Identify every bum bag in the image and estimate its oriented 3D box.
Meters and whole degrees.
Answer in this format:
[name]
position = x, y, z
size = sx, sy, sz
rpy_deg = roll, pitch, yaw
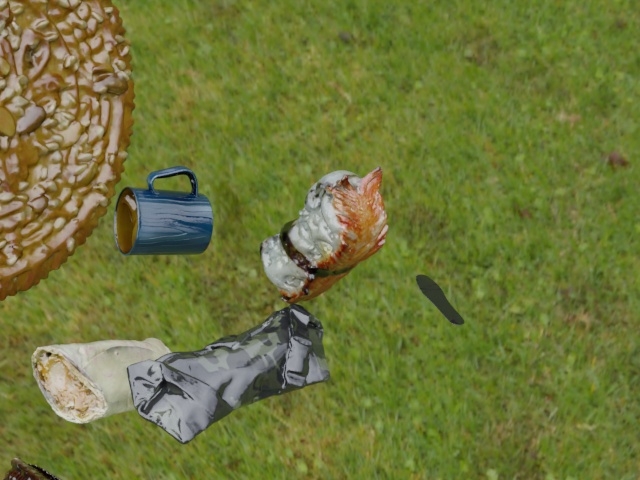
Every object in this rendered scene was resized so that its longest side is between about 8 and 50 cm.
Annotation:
[bum bag]
position = -0.122, 0.196, 1.447
size = 0.340, 0.095, 0.144
rpy_deg = -19, 63, -37

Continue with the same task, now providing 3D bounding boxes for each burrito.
[burrito]
position = -0.376, 0.248, 1.752
size = 0.105, 0.299, 0.143
rpy_deg = -33, 72, 27

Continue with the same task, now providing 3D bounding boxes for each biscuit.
[biscuit]
position = -0.244, -0.099, 0.682
size = 0.038, 0.305, 0.305
rpy_deg = 11, 55, 38

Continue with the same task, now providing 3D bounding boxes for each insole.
[insole]
position = 0.228, 0.113, 1.866
size = 0.053, 0.002, 0.152
rpy_deg = -3, 38, -34

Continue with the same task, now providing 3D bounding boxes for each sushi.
[sushi]
position = 0.000, 0.000, 1.534
size = 0.124, 0.332, 0.130
rpy_deg = -22, 77, -40

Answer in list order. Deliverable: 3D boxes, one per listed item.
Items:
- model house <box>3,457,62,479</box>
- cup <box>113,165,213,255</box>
[model house]
position = -0.498, 0.518, 1.742
size = 0.297, 0.282, 0.317
rpy_deg = -19, 21, -41
[cup]
position = -0.256, -0.041, 1.628
size = 0.138, 0.150, 0.113
rpy_deg = 1, 51, -32
